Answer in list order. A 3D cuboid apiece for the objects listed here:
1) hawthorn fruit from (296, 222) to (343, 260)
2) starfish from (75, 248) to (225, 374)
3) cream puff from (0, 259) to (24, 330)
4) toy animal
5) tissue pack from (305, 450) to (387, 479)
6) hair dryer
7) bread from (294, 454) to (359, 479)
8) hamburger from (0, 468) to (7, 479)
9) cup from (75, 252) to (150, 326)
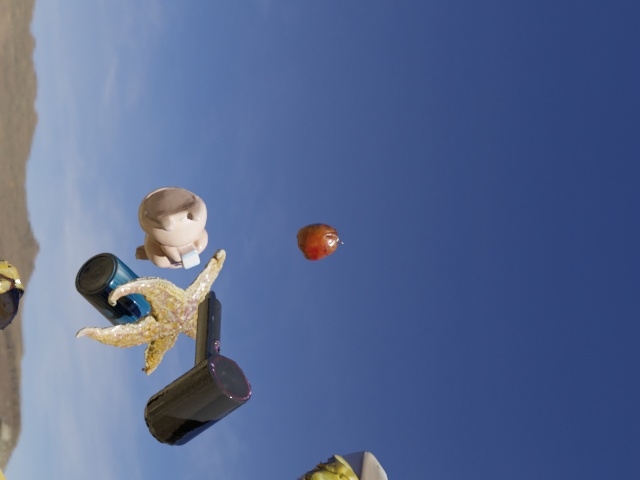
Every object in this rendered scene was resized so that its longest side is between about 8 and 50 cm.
[{"bbox_3d":[0.000,0.000,1.635,0.081,0.093,0.081,-17,90,-74],"label":"hawthorn fruit"},{"bbox_3d":[-0.278,0.149,1.374,0.060,0.299,0.302,41,-28,29],"label":"starfish"},{"bbox_3d":[-0.484,0.071,1.061,0.104,0.119,0.133,51,0,44],"label":"cream puff"},{"bbox_3d":[-0.383,-0.023,2.032,0.213,0.195,0.256,48,-31,36],"label":"toy animal"},{"bbox_3d":[0.074,0.692,1.688,0.387,0.276,0.267,60,12,-5],"label":"tissue pack"},{"bbox_3d":[-0.158,0.144,0.975,0.114,0.070,0.248,-36,-151,13],"label":"hair dryer"},{"bbox_3d":[-0.056,0.339,0.814,0.227,0.253,0.142,-51,-120,43],"label":"bread"},{"bbox_3d":[-0.732,0.559,1.383,0.278,0.395,0.396,99,-26,-44],"label":"hamburger"},{"bbox_3d":[-0.425,0.105,1.620,0.138,0.150,0.114,58,41,-50],"label":"cup"}]
